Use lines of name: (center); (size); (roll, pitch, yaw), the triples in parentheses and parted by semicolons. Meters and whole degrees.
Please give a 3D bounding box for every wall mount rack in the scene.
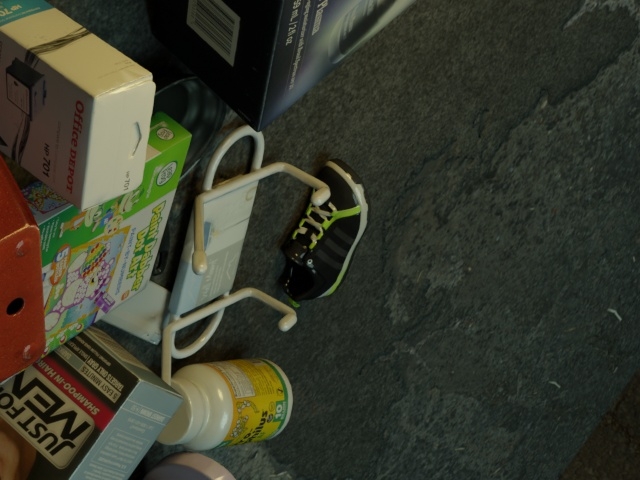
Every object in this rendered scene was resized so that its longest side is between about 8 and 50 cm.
wall mount rack: (-0.123, 0.045, 2.136); (0.304, 0.130, 0.350); (-28, 141, -50)

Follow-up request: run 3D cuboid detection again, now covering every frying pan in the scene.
frying pan: (-0.177, -0.092, 2.018); (0.197, 0.053, 0.326); (-43, 158, -8)

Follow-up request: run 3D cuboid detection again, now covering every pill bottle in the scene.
pill bottle: (-0.141, 0.223, 2.329); (0.208, 0.117, 0.118); (0, 121, -55)

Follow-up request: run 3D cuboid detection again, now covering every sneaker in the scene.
sneaker: (0.000, 0.000, 2.334); (0.097, 0.084, 0.235); (-27, 140, -37)

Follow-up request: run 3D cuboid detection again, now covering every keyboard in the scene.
keyboard: (-0.247, 0.071, 2.131); (0.072, 0.014, 0.256); (-59, 151, -2)

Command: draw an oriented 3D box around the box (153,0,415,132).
box: (-0.008, -0.318, 1.819); (0.294, 0.183, 0.296); (-42, 168, -21)

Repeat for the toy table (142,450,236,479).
toy table: (-0.208, 0.418, 2.330); (0.161, 0.252, 0.274); (-45, 159, -37)

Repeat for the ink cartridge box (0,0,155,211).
ink cartridge box: (-0.262, -0.140, 1.707); (0.082, 0.190, 0.140); (-25, 139, -41)

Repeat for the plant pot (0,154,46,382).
plant pot: (-0.403, 0.027, 1.634); (0.267, 0.235, 0.267); (-32, 144, -34)

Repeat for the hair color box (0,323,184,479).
hair color box: (-0.351, 0.274, 2.011); (0.374, 0.185, 0.113); (-55, 151, 1)

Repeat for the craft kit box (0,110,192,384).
craft kit box: (-0.262, 0.007, 1.878); (0.246, 0.061, 0.250); (-39, 158, -44)
